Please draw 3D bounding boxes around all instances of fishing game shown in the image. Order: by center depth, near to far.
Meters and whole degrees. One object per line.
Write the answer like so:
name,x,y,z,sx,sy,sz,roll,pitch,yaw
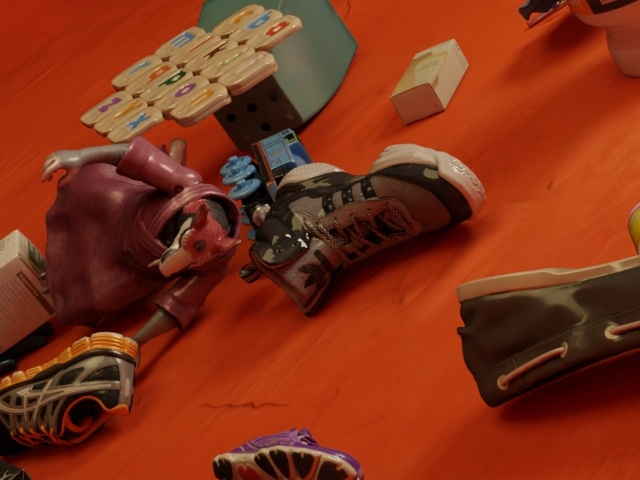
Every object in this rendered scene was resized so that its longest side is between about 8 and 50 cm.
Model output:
fishing game,0.308,-0.303,1.814,0.189,0.041,0.264,-35,-6,-1

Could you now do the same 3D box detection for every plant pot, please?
plant pot,-0.074,-0.236,2.154,0.165,0.165,0.234,-23,28,24

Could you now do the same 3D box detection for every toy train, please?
toy train,-0.054,-0.065,1.844,0.105,0.080,0.184,-26,20,1

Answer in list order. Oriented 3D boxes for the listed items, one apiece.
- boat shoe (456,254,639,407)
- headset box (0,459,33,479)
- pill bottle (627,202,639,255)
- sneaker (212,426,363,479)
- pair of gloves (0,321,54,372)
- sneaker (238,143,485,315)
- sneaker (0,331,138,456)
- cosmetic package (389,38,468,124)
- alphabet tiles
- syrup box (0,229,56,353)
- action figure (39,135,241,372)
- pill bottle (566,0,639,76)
boat shoe,0.249,0.052,1.133,0.335,0.095,0.112,-13,-8,35
headset box,-0.370,0.291,1.439,0.218,0.110,0.293,-42,22,-24
pill bottle,0.268,0.001,1.258,0.043,0.043,0.083,-28,20,13
sneaker,-0.021,0.172,1.264,0.071,0.068,0.170,-38,19,-31
pair of gloves,-0.396,0.123,1.997,0.159,0.023,0.198,-30,20,9
sneaker,0.033,-0.003,1.554,0.268,0.101,0.153,-5,42,47
sneaker,-0.268,0.172,1.619,0.215,0.084,0.083,-34,51,30
cosmetic package,0.130,-0.189,1.906,0.060,0.041,0.115,-20,23,31
alphabet tiles,-0.163,-0.207,2.011,0.278,0.021,0.284,-36,26,-13
syrup box,-0.431,0.099,1.936,0.237,0.096,0.093,-36,24,3
action figure,-0.169,0.005,1.772,0.275,0.248,0.370,-13,6,-34
pill bottle,0.296,-0.313,1.599,0.162,0.278,0.162,-28,20,11
